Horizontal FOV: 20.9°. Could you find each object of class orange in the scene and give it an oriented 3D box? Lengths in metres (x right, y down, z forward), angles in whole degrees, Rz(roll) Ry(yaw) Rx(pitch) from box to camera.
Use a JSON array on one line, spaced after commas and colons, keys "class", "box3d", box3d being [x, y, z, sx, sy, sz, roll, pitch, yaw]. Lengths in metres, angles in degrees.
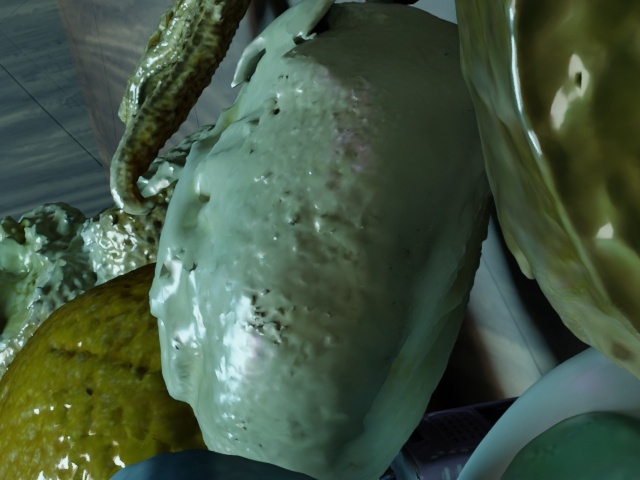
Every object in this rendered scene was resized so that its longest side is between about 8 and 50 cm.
[{"class": "orange", "box3d": [-0.060, 0.166, 1.078, 0.357, 0.322, 0.322, 122, 131, -62]}]

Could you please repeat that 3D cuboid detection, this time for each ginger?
[{"class": "ginger", "box3d": [0.090, -0.092, 0.454, 0.221, 0.130, 0.276, -105, 4, -57]}]

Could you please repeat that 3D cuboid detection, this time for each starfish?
[{"class": "starfish", "box3d": [-0.090, -0.191, 1.188, 0.375, 0.094, 0.327, 113, 156, -47]}]

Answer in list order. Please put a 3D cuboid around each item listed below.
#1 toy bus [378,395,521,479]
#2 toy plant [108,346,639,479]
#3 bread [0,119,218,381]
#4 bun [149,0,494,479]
[{"class": "toy bus", "box3d": [0.093, 0.181, 0.857, 0.096, 0.108, 0.199, -138, 35, -77]}, {"class": "toy plant", "box3d": [0.024, 0.176, 0.621, 0.247, 0.332, 0.247, 165, 90, -78]}, {"class": "bread", "box3d": [-0.145, 0.048, 1.292, 0.171, 0.314, 0.192, -94, -18, -73]}, {"class": "bun", "box3d": [0.000, 0.000, 0.772, 0.239, 0.141, 0.239, 19, -90, -88]}]
